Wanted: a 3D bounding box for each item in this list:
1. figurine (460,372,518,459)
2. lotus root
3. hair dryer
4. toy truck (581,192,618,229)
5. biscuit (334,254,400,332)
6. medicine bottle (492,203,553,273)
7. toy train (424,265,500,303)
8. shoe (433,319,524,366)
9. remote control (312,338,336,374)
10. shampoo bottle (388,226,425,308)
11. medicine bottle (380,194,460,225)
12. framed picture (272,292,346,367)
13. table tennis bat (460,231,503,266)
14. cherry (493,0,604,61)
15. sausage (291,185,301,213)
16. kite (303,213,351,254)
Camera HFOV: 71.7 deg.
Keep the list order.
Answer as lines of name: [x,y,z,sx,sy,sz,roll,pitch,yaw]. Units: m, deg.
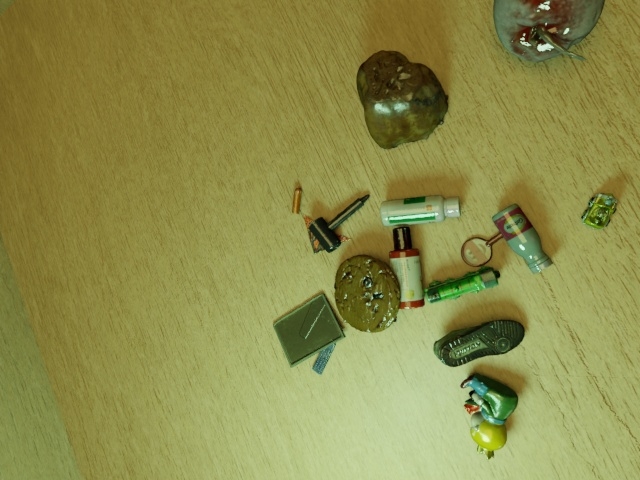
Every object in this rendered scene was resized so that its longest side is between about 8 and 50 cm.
figurine: [0.524,0.567,1.436,0.185,0.127,0.233,21,110,26]
lotus root: [0.263,-0.494,1.464,0.317,0.250,0.315,-3,80,20]
hair dryer: [0.088,-0.074,1.624,0.256,0.070,0.128,-38,76,12]
toy truck: [0.828,-0.090,1.305,0.076,0.077,0.111,27,101,20]
biscuit: [0.150,0.187,1.553,0.296,0.075,0.295,2,93,45]
medicine bottle: [0.632,-0.005,1.383,0.091,0.090,0.216,-35,79,20]
toy train: [0.459,0.149,1.447,0.252,0.119,0.084,-22,84,21]
shoe: [0.500,0.322,1.444,0.293,0.149,0.109,-17,89,-9]
remote control: [0.017,0.442,1.693,0.044,0.027,0.152,30,104,15]
shampoo bottle: [0.292,0.091,1.522,0.105,0.104,0.277,-7,89,23]
medicine bottle: [0.338,-0.102,1.503,0.260,0.095,0.095,-3,91,24]
framed picture: [-0.050,0.346,1.706,0.266,0.018,0.192,-34,70,21]
table tennis bat: [0.539,0.023,1.465,0.155,0.019,0.098,-40,77,22]
cherry: [0.650,-0.683,1.250,0.292,0.335,0.326,21,142,25]
sausage: [-0.091,-0.157,1.716,0.031,0.031,0.107,8,95,23]
kite: [-0.001,0.000,1.697,0.223,0.008,0.125,28,104,20]
